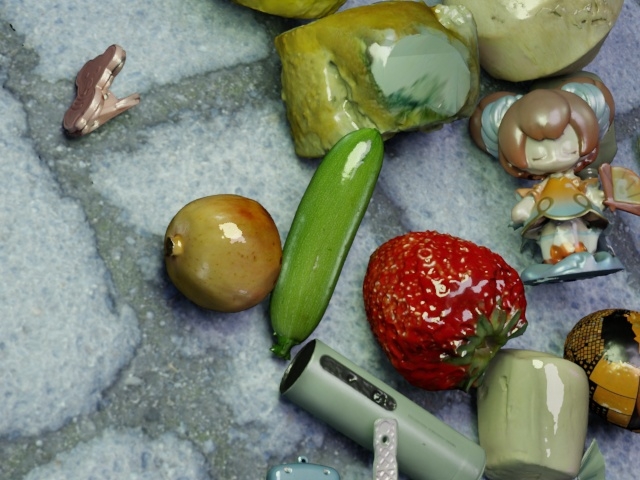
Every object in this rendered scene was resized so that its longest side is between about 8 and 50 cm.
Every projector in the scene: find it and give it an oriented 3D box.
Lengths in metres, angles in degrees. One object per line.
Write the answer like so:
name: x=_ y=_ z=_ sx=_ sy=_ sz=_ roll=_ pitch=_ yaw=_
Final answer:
projector: x=0.100 y=0.286 z=1.549 sx=0.337 sy=0.108 sz=0.108 roll=34 pitch=57 yaw=-8

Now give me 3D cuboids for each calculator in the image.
calculator: x=-0.023 y=0.426 z=1.465 sx=0.121 sy=0.039 sz=0.210 roll=8 pitch=63 yaw=-24

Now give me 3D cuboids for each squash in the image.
squash: x=0.000 y=0.000 z=1.569 sx=0.107 sy=0.107 sz=0.395 roll=21 pitch=89 yaw=-16

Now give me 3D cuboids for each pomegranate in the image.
pomegranate: x=-0.152 y=0.018 z=1.514 sx=0.191 sy=0.191 sz=0.191 roll=10 pitch=63 yaw=-21

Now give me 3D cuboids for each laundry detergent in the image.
laundry detergent: x=0.520 y=-0.223 z=1.998 sx=0.181 sy=0.091 sz=0.253 roll=3 pitch=66 yaw=-20

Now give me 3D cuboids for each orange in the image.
orange: x=0.541 y=0.228 z=1.730 sx=0.234 sy=0.182 sz=0.234 roll=33 pitch=36 yaw=-28

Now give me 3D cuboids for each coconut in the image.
coconut: x=0.416 y=-0.457 z=1.907 sx=0.353 sy=0.352 sz=0.352 roll=10 pitch=63 yaw=-21

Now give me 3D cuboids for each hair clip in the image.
hair clip: x=-0.366 y=-0.236 z=1.572 sx=0.138 sy=0.123 sz=0.102 roll=-41 pitch=108 yaw=-38

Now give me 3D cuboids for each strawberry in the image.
strawberry: x=0.181 y=0.102 z=1.608 sx=0.257 sy=0.257 sz=0.277 roll=-24 pitch=44 yaw=-32

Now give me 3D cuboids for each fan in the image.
fan: x=0.452 y=0.452 z=1.672 sx=0.131 sy=0.009 sz=0.240 roll=47 pitch=53 yaw=-29

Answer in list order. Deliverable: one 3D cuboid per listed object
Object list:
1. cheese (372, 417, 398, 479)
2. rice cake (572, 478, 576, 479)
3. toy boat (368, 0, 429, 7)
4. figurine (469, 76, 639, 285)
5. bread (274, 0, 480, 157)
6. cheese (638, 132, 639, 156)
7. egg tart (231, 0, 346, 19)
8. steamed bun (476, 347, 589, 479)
cheese: x=0.100 y=0.396 z=1.479 sx=0.127 sy=0.050 sz=0.255 roll=3 pitch=89 yaw=-27
rice cake: x=0.408 y=0.344 z=1.709 sx=0.080 sy=0.042 sz=0.221 roll=19 pitch=60 yaw=-22
toy boat: x=0.165 y=-0.408 z=1.918 sx=0.227 sy=0.085 sz=0.155 roll=-5 pitch=70 yaw=-28
figurine: x=0.440 y=-0.117 z=1.813 sx=0.277 sy=0.248 sz=0.388 roll=-10 pitch=82 yaw=4
bread: x=0.144 y=-0.291 z=1.708 sx=0.395 sy=0.264 sz=0.239 roll=-16 pitch=100 yaw=-31
cheese: x=0.772 y=-0.138 z=2.081 sx=0.159 sy=0.093 sz=0.263 roll=-5 pitch=68 yaw=-31
egg tart: x=-0.072 y=-0.497 z=1.749 sx=0.388 sy=0.169 sz=0.388 roll=11 pitch=25 yaw=-5
steamed bun: x=0.359 y=0.299 z=1.632 sx=0.170 sy=0.200 sz=0.225 roll=12 pitch=77 yaw=-27
